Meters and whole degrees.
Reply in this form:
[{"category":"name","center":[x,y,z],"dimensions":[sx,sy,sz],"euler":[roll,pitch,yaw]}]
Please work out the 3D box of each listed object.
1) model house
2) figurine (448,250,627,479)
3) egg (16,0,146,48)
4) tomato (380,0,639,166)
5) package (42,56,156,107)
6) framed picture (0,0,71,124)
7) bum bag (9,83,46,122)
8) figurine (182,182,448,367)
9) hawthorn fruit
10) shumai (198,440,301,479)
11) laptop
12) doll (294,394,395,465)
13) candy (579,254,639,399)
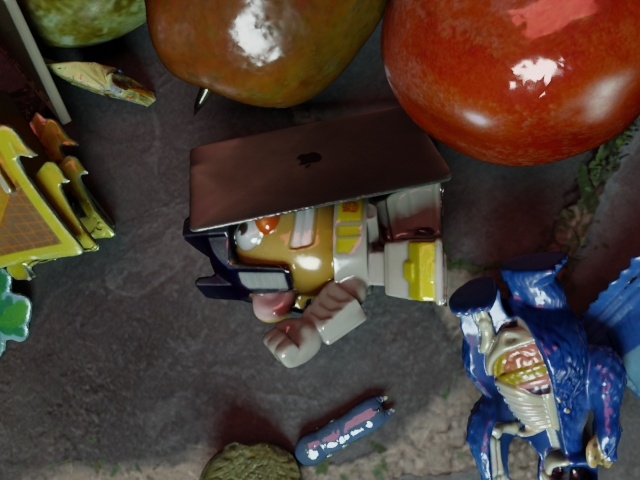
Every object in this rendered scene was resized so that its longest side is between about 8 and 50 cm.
[{"category":"model house","center":[-0.429,0.003,0.808],"dimensions":[0.312,0.242,0.358],"euler":[23,100,-4]},{"category":"figurine","center":[0.216,0.143,0.687],"dimensions":[0.164,0.121,0.262],"euler":[-9,97,-1]},{"category":"egg","center":[-0.292,-0.376,0.857],"dimensions":[0.289,0.238,0.238],"euler":[-43,72,22]},{"category":"tomato","center":[0.216,-0.239,0.674],"dimensions":[0.290,0.293,0.325],"euler":[33,84,17]},{"category":"package","center":[-0.284,-0.207,0.887],"dimensions":[0.120,0.108,0.031],"euler":[16,91,16]},{"category":"framed picture","center":[-0.408,-0.279,0.873],"dimensions":[0.016,0.184,0.250],"euler":[-34,55,-21]},{"category":"bum bag","center":[-0.470,-0.140,0.941],"dimensions":[0.248,0.069,0.102],"euler":[-29,40,8]},{"category":"figurine","center":[0.000,0.004,0.754],"dimensions":[0.308,0.143,0.308],"euler":[-9,33,6]},{"category":"hawthorn fruit","center":[-0.072,-0.270,0.767],"dimensions":[0.267,0.268,0.301],"euler":[33,100,18]},{"category":"shumai","center":[-0.087,0.285,0.763],"dimensions":[0.123,0.087,0.099],"euler":[8,55,-27]},{"category":"laptop","center":[-0.011,-0.084,0.744],"dimensions":[0.269,0.015,0.188],"euler":[-12,34,-3]},{"category":"doll","center":[0.026,0.214,0.772],"dimensions":[0.125,0.027,0.037],"euler":[-30,74,4]},{"category":"candy","center":[0.388,0.158,0.628],"dimensions":[0.331,0.187,0.077],"euler":[44,52,17]}]
